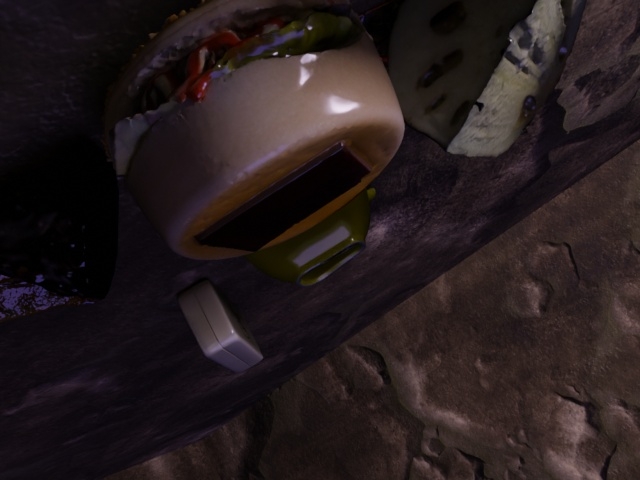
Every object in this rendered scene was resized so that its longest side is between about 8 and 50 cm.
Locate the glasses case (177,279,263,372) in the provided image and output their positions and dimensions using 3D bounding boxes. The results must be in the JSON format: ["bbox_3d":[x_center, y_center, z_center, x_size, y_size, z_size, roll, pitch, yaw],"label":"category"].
[{"bbox_3d":[-0.193,0.182,1.193,0.070,0.131,0.313,-29,162,-6],"label":"glasses case"}]

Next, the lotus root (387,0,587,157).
[{"bbox_3d":[0.210,-0.246,0.703,0.260,0.149,0.267,-10,134,-59],"label":"lotus root"}]

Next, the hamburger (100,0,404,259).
[{"bbox_3d":[-0.059,-0.108,0.582,0.301,0.170,0.302,-27,166,-7],"label":"hamburger"}]

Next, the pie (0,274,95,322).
[{"bbox_3d":[-0.370,0.064,0.757,0.191,0.033,0.088,-12,138,-43],"label":"pie"}]

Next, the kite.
[{"bbox_3d":[0.046,-0.223,0.700,0.189,0.009,0.232,-9,152,-50],"label":"kite"}]

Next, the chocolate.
[{"bbox_3d":[-0.283,-0.012,0.591,0.133,0.156,0.156,2,155,-9],"label":"chocolate"}]

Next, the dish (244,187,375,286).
[{"bbox_3d":[0.000,0.000,1.063,0.262,0.108,0.221,-33,163,7],"label":"dish"}]
